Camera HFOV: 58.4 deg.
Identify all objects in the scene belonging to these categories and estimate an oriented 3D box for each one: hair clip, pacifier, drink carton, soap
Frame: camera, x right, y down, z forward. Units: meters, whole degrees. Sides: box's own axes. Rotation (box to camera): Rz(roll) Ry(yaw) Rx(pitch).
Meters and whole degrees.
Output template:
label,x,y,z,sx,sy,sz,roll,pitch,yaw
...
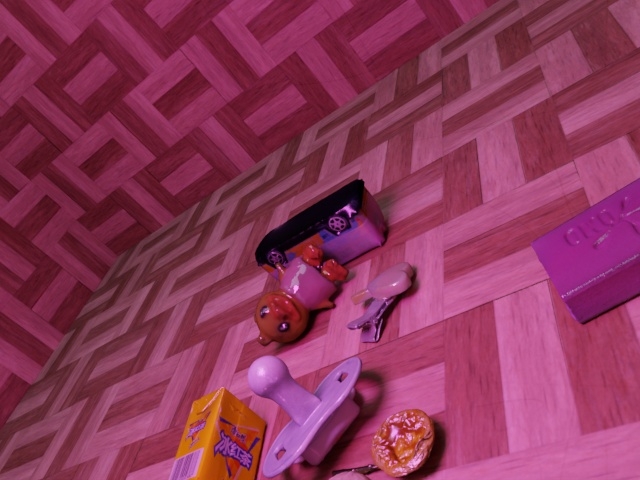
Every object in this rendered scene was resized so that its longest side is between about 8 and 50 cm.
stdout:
label,x,y,z,sx,sy,sz,roll,pitch,yaw
hair clip,0.139,0.133,1.335,0.218,0.071,0.159,-50,22,-26
pacifier,-0.049,0.313,1.134,0.287,0.226,0.238,-46,6,-10
drink carton,-0.222,0.494,1.171,0.111,0.154,0.351,-31,27,24
soap,0.503,0.005,0.962,0.259,0.081,0.181,-33,26,21

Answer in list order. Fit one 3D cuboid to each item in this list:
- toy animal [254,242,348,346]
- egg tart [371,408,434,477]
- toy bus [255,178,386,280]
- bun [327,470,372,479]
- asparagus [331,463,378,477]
label,x,y,z,sx,sy,sz,roll,pitch,yaw
toy animal,-0.071,0.156,1.501,0.281,0.195,0.169,-50,-15,-24
egg tart,0.144,0.350,0.978,0.130,0.052,0.130,-32,27,19
toy bus,0.000,0.000,1.633,0.386,0.162,0.171,-29,25,28
bun,0.033,0.454,0.903,0.164,0.111,0.188,-12,35,44
asparagus,0.072,0.412,1.029,0.127,0.015,0.018,-26,31,33
